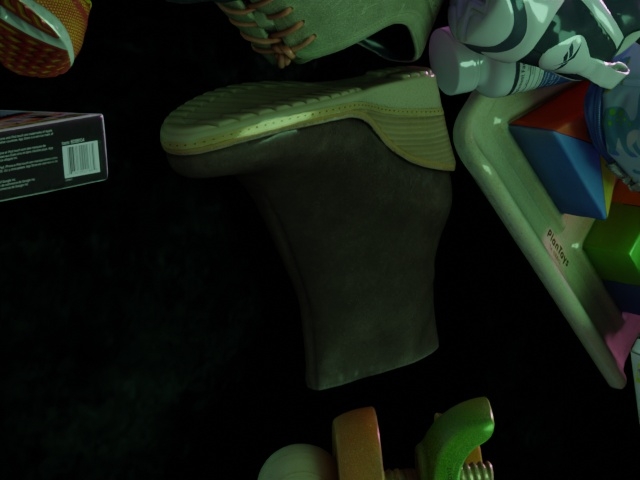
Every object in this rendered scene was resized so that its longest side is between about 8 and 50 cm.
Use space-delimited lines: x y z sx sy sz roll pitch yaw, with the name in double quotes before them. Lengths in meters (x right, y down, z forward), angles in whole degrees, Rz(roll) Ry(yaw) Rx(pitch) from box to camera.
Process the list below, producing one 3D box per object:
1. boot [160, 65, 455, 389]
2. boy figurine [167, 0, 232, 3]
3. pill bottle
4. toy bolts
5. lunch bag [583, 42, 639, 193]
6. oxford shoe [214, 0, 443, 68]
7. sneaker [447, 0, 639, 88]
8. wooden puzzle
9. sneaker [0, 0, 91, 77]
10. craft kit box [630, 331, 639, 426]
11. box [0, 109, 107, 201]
"boot" 0.000 0.000 1.220 0.248 0.090 0.207 -13 108 -45
"boy figurine" -0.115 -0.248 0.965 0.092 0.285 0.177 -2 139 -52
"pill bottle" 0.143 -0.140 1.368 0.120 0.067 0.067 -14 107 -20
"toy bolts" 0.042 0.226 1.305 0.218 0.158 0.228 117 -32 -88
"lunch bag" 0.297 -0.131 1.447 0.176 0.090 0.219 35 72 -45
"oxford shoe" -0.021 -0.170 1.148 0.348 0.123 0.130 -1 97 -51
"sneaker" 0.168 -0.194 1.317 0.153 0.094 0.235 26 35 -23
"wooden puzzle" 0.262 -0.100 1.535 0.322 0.080 0.348 52 55 -40
"sneaker" -0.185 -0.163 1.010 0.175 0.064 0.067 58 30 -42
"craft kit box" 0.340 0.051 1.588 0.246 0.061 0.250 -57 156 -17
"box" -0.218 -0.035 0.928 0.207 0.114 0.036 -15 106 -50
